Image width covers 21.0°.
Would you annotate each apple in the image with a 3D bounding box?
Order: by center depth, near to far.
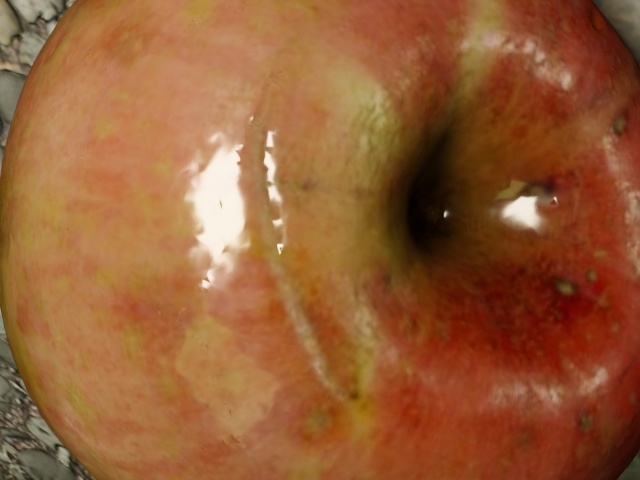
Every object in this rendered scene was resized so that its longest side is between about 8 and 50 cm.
[{"bbox_3d":[0.000,0.000,0.917,0.363,0.364,0.364,21,140,18],"label":"apple"}]
